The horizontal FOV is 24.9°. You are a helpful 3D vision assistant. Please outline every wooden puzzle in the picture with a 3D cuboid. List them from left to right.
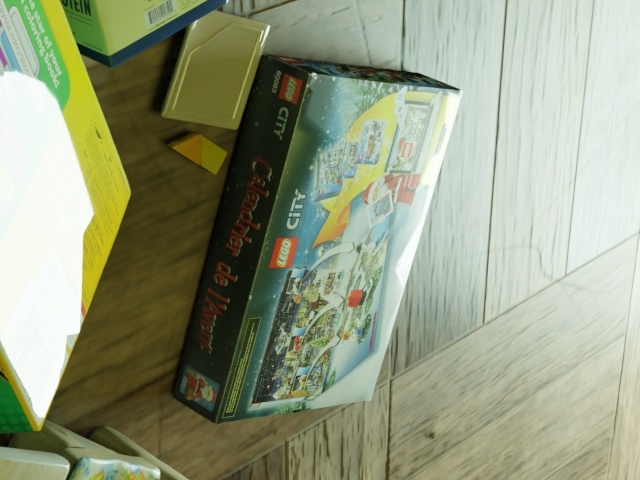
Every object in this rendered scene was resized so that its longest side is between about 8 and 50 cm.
[{"bbox_3d":[-0.063,-0.100,0.849,0.078,0.014,0.116,15,100,-56],"label":"wooden puzzle"}]

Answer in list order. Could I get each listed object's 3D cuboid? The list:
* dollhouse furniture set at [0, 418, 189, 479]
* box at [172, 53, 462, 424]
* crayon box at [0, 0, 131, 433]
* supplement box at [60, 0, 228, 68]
[{"bbox_3d":[-0.220,0.294,0.698,0.362,0.256,0.394,19,96,-52],"label":"dollhouse furniture set"},{"bbox_3d":[0.000,0.000,0.952,0.159,0.044,0.233,0,111,-49],"label":"box"},{"bbox_3d":[-0.175,-0.067,0.623,0.165,0.081,0.278,-76,158,-46],"label":"crayon box"},{"bbox_3d":[-0.101,-0.149,0.741,0.083,0.056,0.083,-36,135,-30],"label":"supplement box"}]
